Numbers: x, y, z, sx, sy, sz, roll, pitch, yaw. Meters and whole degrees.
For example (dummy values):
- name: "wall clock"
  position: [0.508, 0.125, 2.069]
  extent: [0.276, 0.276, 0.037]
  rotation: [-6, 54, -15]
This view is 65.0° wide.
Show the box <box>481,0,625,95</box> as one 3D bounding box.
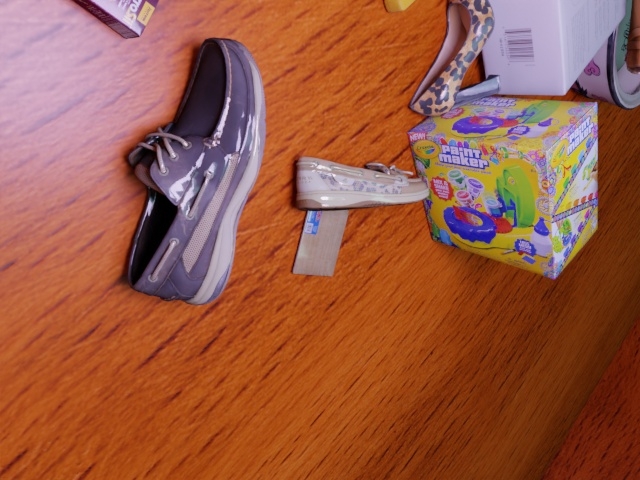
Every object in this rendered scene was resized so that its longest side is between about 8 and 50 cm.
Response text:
- name: "box"
  position: [0.487, -0.486, 1.045]
  extent: [0.345, 0.168, 0.215]
  rotation: [-46, 131, -26]

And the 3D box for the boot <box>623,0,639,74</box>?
- name: "boot"
  position: [0.711, -0.494, 1.094]
  extent: [0.283, 0.109, 0.220]
  rotation: [-7, 108, -59]

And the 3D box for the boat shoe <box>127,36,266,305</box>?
- name: "boat shoe"
  position: [-0.166, -0.083, 0.641]
  extent: [0.130, 0.132, 0.356]
  rotation: [3, 101, -43]

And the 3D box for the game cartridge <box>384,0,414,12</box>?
- name: "game cartridge"
  position: [0.149, -0.594, 0.807]
  extent: [0.285, 0.052, 0.324]
  rotation: [-47, 133, -20]

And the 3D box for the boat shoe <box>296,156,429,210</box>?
- name: "boat shoe"
  position: [0.083, -0.102, 0.878]
  extent: [0.285, 0.104, 0.090]
  rotation: [-7, 92, -39]

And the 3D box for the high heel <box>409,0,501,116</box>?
- name: "high heel"
  position: [0.229, -0.374, 0.945]
  extent: [0.186, 0.093, 0.261]
  rotation: [-21, 104, -9]

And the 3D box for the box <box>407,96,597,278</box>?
- name: "box"
  position: [0.363, -0.119, 0.996]
  extent: [0.177, 0.289, 0.279]
  rotation: [-39, 126, -25]

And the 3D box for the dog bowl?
- name: "dog bowl"
  position: [0.781, -0.558, 1.319]
  extent: [0.407, 0.150, 0.408]
  rotation: [-17, 116, -38]

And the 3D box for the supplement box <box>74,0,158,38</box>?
- name: "supplement box"
  position: [-0.236, -0.278, 0.568]
  extent: [0.083, 0.043, 0.055]
  rotation: [28, 84, -45]

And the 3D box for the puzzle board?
- name: "puzzle board"
  position: [0.000, 0.000, 0.904]
  extent: [0.096, 0.011, 0.128]
  rotation: [8, 99, -42]
